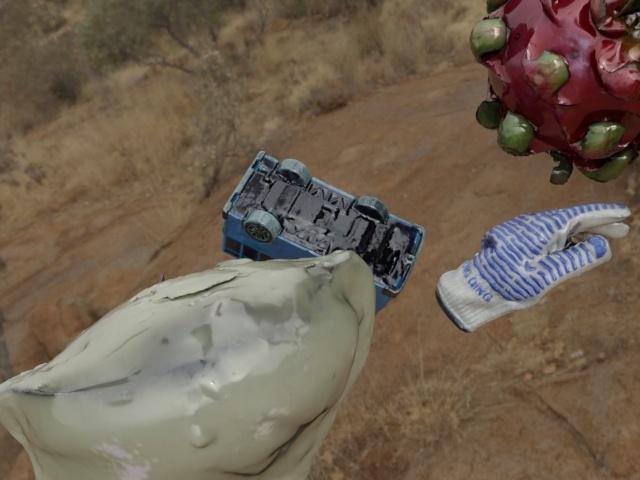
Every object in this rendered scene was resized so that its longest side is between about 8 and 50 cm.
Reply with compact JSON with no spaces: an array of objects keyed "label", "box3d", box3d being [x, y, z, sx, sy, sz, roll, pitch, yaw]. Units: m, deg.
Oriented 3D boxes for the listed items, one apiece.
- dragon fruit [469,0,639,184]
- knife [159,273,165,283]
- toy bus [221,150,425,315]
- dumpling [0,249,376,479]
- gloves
[{"label":"dragon fruit","box3d":[0.245,-0.164,0.597,0.198,0.218,0.273,-11,13,45]},{"label":"knife","box3d":[-0.193,0.130,0.872,0.018,0.035,0.247,-21,42,5]},{"label":"toy bus","box3d":[0.000,0.000,0.694,0.185,0.106,0.090,26,57,4]},{"label":"dumpling","box3d":[-0.073,0.139,0.539,0.318,0.242,0.187,-17,14,-17]},{"label":"gloves","box3d":[0.235,0.021,0.772,0.229,0.097,0.119,-28,31,10]}]
